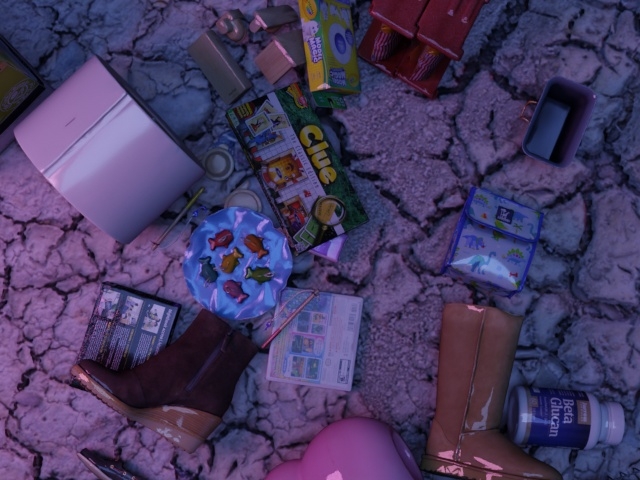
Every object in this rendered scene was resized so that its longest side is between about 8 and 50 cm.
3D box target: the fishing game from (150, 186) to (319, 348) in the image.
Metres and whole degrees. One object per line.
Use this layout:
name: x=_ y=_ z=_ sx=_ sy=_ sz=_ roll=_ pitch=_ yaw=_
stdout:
fishing game: x=-0.135 y=0.039 z=1.400 sx=0.264 sy=0.041 sz=0.189 roll=45 pitch=97 yaw=2

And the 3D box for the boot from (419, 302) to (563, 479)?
boot: x=0.275 y=0.239 z=1.323 sx=0.236 sy=0.089 sz=0.270 roll=6 pitch=73 yaw=26

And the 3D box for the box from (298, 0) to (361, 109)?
box: x=0.017 y=-0.302 z=1.381 sx=0.043 sy=0.105 sz=0.179 roll=-5 pitch=92 yaw=32

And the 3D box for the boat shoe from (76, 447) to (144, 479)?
boat shoe: x=-0.340 y=0.381 z=1.417 sx=0.133 sy=0.049 sz=0.042 roll=33 pitch=62 yaw=7

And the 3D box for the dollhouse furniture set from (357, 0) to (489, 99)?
dollhouse furniture set: x=0.209 y=-0.438 z=1.342 sx=0.152 sy=0.201 sz=0.374 roll=27 pitch=84 yaw=1

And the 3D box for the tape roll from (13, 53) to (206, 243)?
tape roll: x=-0.317 y=-0.137 z=1.316 sx=0.169 sy=0.246 sz=0.246 roll=-43 pitch=90 yaw=1

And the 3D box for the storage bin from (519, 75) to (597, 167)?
storage bin: x=0.366 y=-0.186 z=1.387 sx=0.098 sy=0.091 sz=0.135 roll=22 pitch=89 yaw=0

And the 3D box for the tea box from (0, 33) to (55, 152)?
tea box: x=-0.618 y=-0.284 z=1.277 sx=0.220 sy=0.323 sz=0.329 roll=-45 pitch=90 yaw=0

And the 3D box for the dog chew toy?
dog chew toy: x=-0.005 y=0.418 z=1.342 sx=0.331 sy=0.206 sz=0.207 roll=-31 pitch=90 yaw=8

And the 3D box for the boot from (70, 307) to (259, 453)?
boot: x=-0.243 y=0.195 z=1.369 sx=0.248 sy=0.090 sz=0.207 roll=35 pitch=73 yaw=-17

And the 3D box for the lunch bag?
lunch bag: x=0.280 y=0.000 z=1.391 sx=0.128 sy=0.096 sz=0.151 roll=22 pitch=76 yaw=3

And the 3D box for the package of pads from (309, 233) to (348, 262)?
package of pads: x=0.000 y=0.000 z=1.418 sx=0.083 sy=0.032 sz=0.050 roll=22 pitch=86 yaw=0

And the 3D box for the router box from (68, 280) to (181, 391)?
router box: x=-0.319 y=0.171 z=1.413 sx=0.133 sy=0.046 sz=0.179 roll=18 pitch=90 yaw=-1

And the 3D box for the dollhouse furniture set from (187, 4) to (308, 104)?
dollhouse furniture set: x=-0.100 y=-0.312 z=1.422 sx=0.151 sy=0.123 sz=0.144 roll=-36 pitch=90 yaw=35

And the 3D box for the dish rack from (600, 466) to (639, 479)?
dish rack: x=0.551 y=0.449 z=1.399 sx=0.271 sy=0.074 sz=0.208 roll=-20 pitch=89 yaw=2

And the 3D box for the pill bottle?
pill bottle: x=0.393 y=0.286 z=1.385 sx=0.169 sy=0.094 sz=0.094 roll=5 pitch=90 yaw=0

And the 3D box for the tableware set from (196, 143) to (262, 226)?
tableware set: x=-0.116 y=-0.111 z=1.426 sx=0.141 sy=0.020 sz=0.169 roll=-27 pitch=91 yaw=1

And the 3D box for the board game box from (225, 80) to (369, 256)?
board game box: x=-0.037 y=-0.118 z=1.396 sx=0.136 sy=0.030 sz=0.260 roll=-26 pitch=86 yaw=-18

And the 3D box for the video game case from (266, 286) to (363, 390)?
video game case: x=-0.010 y=0.162 z=1.426 sx=0.143 sy=0.019 sz=0.157 roll=8 pitch=91 yaw=1
